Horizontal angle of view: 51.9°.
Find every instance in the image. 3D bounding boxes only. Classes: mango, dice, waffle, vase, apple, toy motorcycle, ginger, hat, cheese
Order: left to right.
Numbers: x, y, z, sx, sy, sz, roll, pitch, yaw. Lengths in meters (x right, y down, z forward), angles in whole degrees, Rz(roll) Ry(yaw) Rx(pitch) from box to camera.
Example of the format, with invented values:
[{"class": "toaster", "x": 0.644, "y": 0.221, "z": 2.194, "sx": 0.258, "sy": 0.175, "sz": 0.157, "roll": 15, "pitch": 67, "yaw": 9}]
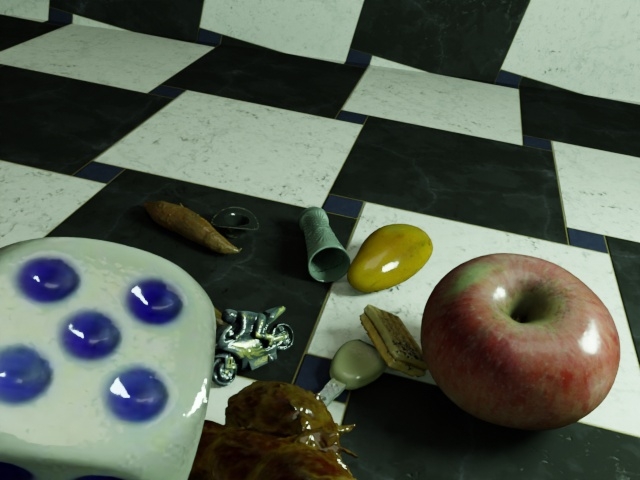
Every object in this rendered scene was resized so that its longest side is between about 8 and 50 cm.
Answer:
[{"class": "dice", "x": -0.322, "y": 0.189, "z": 0.855, "sx": 0.304, "sy": 0.277, "sz": 0.304, "roll": 17, "pitch": 46, "yaw": -19}, {"class": "hat", "x": -0.207, "y": -0.035, "z": 1.583, "sx": 0.121, "sy": 0.050, "sz": 0.121, "roll": 9, "pitch": 28, "yaw": -5}, {"class": "toy motorcycle", "x": -0.135, "y": 0.175, "z": 1.204, "sx": 0.193, "sy": 0.124, "sz": 0.061, "roll": -26, "pitch": 8, "yaw": -37}, {"class": "ginger", "x": -0.017, "y": 0.340, "z": 0.909, "sx": 0.254, "sy": 0.176, "sz": 0.418, "roll": -26, "pitch": 37, "yaw": -31}, {"class": "vase", "x": 0.000, "y": 0.000, "z": 1.538, "sx": 0.096, "sy": 0.096, "sz": 0.219, "roll": 0, "pitch": 30, "yaw": -12}, {"class": "cheese", "x": 0.043, "y": 0.249, "z": 1.196, "sx": 0.097, "sy": 0.037, "sz": 0.192, "roll": 24, "pitch": 34, "yaw": 26}, {"class": "mango", "x": 0.149, "y": 0.039, "z": 1.486, "sx": 0.253, "sy": 0.113, "sz": 0.138, "roll": -30, "pitch": 61, "yaw": -37}, {"class": "waffle", "x": 0.140, "y": 0.192, "z": 1.260, "sx": 0.102, "sy": 0.042, "sz": 0.148, "roll": 27, "pitch": 19, "yaw": -36}, {"class": "apple", "x": 0.343, "y": 0.188, "z": 1.167, "sx": 0.345, "sy": 0.269, "sz": 0.344, "roll": -4, "pitch": 45, "yaw": 4}]

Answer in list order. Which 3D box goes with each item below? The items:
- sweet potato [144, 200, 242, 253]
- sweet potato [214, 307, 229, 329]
[{"class": "sweet potato", "x": -0.313, "y": -0.042, "z": 1.554, "sx": 0.315, "sy": 0.072, "sz": 0.066, "roll": 22, "pitch": 13, "yaw": 25}, {"class": "sweet potato", "x": -0.263, "y": 0.146, "z": 1.274, "sx": 0.250, "sy": 0.059, "sz": 0.069, "roll": 10, "pitch": 69, "yaw": 7}]
